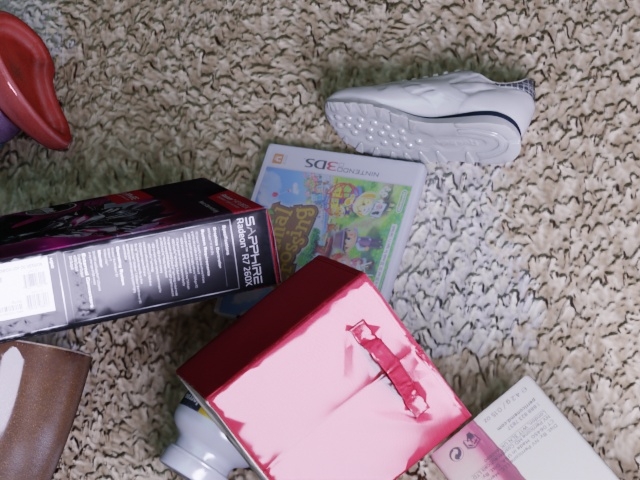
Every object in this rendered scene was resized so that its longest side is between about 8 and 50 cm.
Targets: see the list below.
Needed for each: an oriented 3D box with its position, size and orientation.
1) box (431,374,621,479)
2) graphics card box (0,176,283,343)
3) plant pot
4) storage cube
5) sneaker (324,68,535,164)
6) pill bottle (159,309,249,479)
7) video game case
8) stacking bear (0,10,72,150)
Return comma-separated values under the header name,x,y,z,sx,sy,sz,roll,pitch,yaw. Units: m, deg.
name,x,y,z,sx,sy,sz,roll,pitch,yaw
box,0.233,0.266,1.721,0.127,0.148,0.232,-39,58,0
graphics card box,-0.252,0.021,1.898,0.371,0.094,0.233,-12,14,-17
plant pot,-0.369,0.223,1.959,0.215,0.215,0.230,5,81,23
storage cube,-0.002,0.150,1.784,0.193,0.215,0.183,-39,102,-9
sneaker,0.120,-0.143,2.009,0.235,0.090,0.095,8,56,20
pill bottle,-0.089,0.173,1.916,0.103,0.103,0.184,27,77,29
video game case,0.000,0.000,2.011,0.193,0.023,0.212,9,70,25
stacking bear,-0.473,-0.145,2.192,0.289,0.164,0.175,-26,59,13
